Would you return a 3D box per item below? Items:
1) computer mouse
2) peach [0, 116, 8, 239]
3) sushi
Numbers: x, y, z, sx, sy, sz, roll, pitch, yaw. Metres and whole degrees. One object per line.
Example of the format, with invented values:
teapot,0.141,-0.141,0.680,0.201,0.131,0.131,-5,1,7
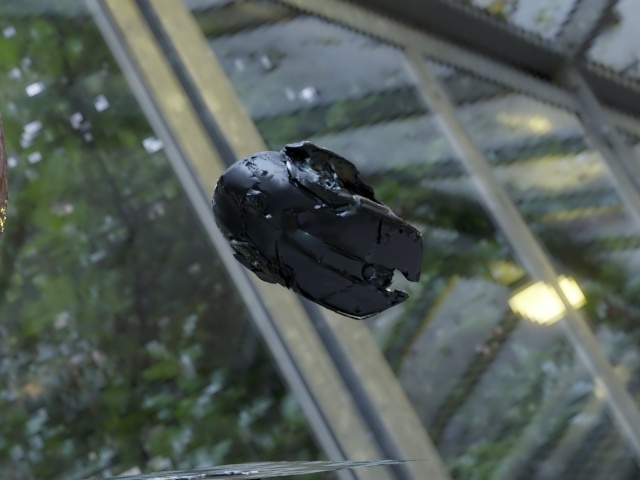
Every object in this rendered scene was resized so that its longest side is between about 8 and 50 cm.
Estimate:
computer mouse,0.000,0.000,1.703,0.241,0.077,0.146,28,-68,-27
peach,-0.350,-0.034,1.367,0.232,0.257,0.232,3,-15,1
sushi,-0.103,0.192,1.261,0.290,0.050,0.264,-2,-5,-32
